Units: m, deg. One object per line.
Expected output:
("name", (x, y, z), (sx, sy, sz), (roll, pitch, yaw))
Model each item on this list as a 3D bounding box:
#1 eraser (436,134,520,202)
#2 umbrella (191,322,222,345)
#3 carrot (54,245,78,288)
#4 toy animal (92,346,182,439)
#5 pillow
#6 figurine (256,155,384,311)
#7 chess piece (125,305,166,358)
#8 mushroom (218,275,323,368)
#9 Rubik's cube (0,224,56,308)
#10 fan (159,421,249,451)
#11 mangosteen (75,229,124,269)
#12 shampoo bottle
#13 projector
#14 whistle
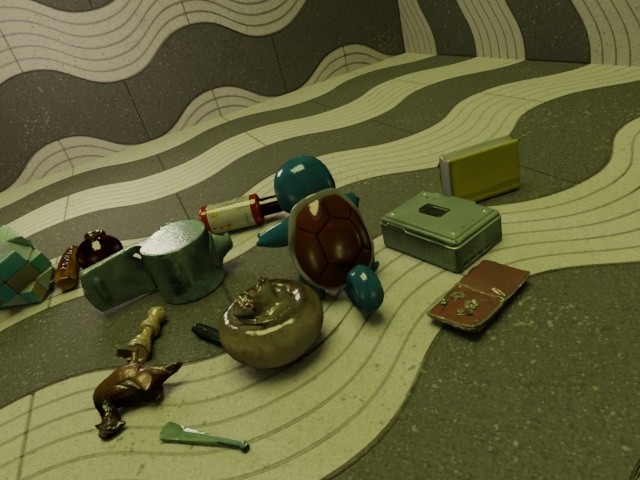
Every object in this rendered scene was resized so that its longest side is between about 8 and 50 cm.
("eraser", (0.458, -0.196, 1.348), (0.226, 0.158, 0.069), (-17, 31, -4))
("umbrella", (-0.251, 0.221, 1.097), (0.133, 0.031, 0.036), (11, 40, 38))
("carrot", (-0.852, 0.088, 1.588), (0.070, 0.070, 0.260), (-22, 27, -12))
("toy animal", (-0.379, 0.309, 0.966), (0.188, 0.089, 0.179), (-14, 46, 2))
("pillow", (0.335, 0.114, 0.987), (0.232, 0.043, 0.126), (-34, 33, -32))
("figurine", (0.011, 0.007, 1.122), (0.298, 0.243, 0.416), (-25, 70, -8))
("chess piece", (-0.425, 0.222, 1.158), (0.060, 0.060, 0.172), (-12, 27, 7))
("mushroom", (-0.106, 0.159, 0.986), (0.226, 0.178, 0.226), (-13, 19, 5))
("Rubik's cube", (-0.992, 0.101, 1.501), (0.265, 0.213, 0.224), (22, 60, 33))
("fan", (-0.213, 0.362, 0.850), (0.193, 0.016, 0.038), (-2, 35, 26))
("mangosteen", (-0.727, 0.034, 1.535), (0.152, 0.152, 0.152), (-12, 29, 7))
("shampoo bottle", (-0.259, -0.096, 1.577), (0.278, 0.104, 0.104), (-14, 29, 3))
("projector", (0.306, -0.037, 1.206), (0.192, 0.099, 0.256), (-31, 33, -27))
("whistle", (-0.454, 0.069, 1.318), (0.404, 0.168, 0.188), (-11, 30, 8))
